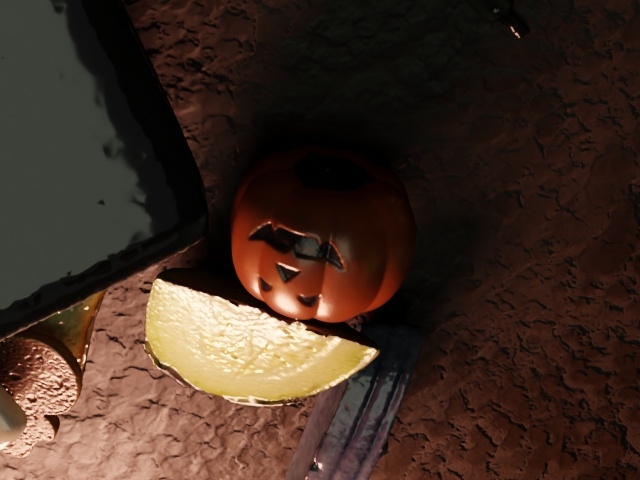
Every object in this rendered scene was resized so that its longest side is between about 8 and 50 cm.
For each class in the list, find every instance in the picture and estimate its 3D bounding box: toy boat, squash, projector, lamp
[{"bbox_3d":[0.035,0.199,1.824,0.078,0.127,0.283,19,120,-7],"label":"toy boat"},{"bbox_3d":[-0.077,0.124,1.753,0.237,0.204,0.155,21,97,-3],"label":"squash"},{"bbox_3d":[-0.347,-0.117,1.464,0.395,0.242,0.405,-27,108,-4],"label":"projector"},{"bbox_3d":[0.000,0.000,1.657,0.187,0.188,0.164,8,120,-7],"label":"lamp"}]

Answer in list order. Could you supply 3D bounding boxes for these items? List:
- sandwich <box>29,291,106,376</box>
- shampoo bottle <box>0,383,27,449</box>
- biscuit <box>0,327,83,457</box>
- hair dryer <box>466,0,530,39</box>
[{"bbox_3d":[-0.362,0.023,1.710,0.301,0.099,0.271,17,122,-11],"label":"sandwich"},{"bbox_3d":[-0.394,0.125,1.676,0.108,0.051,0.221,-22,115,35],"label":"shampoo bottle"},{"bbox_3d":[-0.315,0.154,1.730,0.124,0.026,0.175,22,127,-7],"label":"biscuit"},{"bbox_3d":[0.138,-0.282,1.555,0.195,0.078,0.248,-37,126,20],"label":"hair dryer"}]
